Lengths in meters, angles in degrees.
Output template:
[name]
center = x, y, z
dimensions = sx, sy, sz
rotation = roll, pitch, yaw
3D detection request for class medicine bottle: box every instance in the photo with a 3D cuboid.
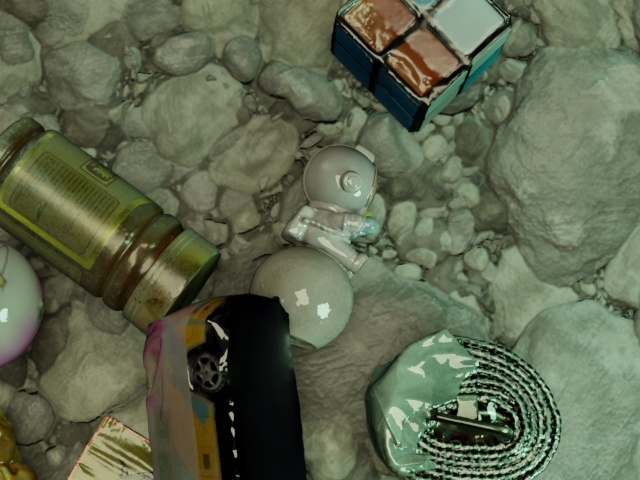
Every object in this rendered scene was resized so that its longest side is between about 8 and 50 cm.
[medicine bottle]
center = -0.306, -0.020, 1.900
dimensions = 0.322, 0.151, 0.151
rotation = 36, 84, 4

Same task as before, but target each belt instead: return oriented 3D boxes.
[belt]
center = 0.184, 0.234, 1.872
dimensions = 0.257, 0.150, 0.207
rotation = 13, 74, 0

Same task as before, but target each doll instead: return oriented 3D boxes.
[doll]
center = 0.000, 0.000, 1.909
dimensions = 0.151, 0.151, 0.287
rotation = 18, 79, 2

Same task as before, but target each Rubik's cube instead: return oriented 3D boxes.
[Rubik's cube]
center = 0.135, -0.278, 1.926
dimensions = 0.183, 0.167, 0.180
rotation = 44, 83, 4

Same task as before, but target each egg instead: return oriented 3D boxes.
[egg]
center = -0.501, 0.075, 1.868
dimensions = 0.271, 0.196, 0.196
rotation = 21, 83, 7

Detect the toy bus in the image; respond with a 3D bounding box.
[toy bus]
center = -0.128, 0.259, 1.802
dimensions = 0.162, 0.171, 0.386
rotation = -3, 95, 34

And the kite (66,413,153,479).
[kite]
center = -0.261, 0.424, 1.906
dimensions = 0.327, 0.013, 0.378
rotation = -20, 82, -5

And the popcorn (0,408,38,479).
[popcorn]
center = -0.468, 0.306, 1.870
dimensions = 0.163, 0.140, 0.194
rotation = -34, 94, -12
